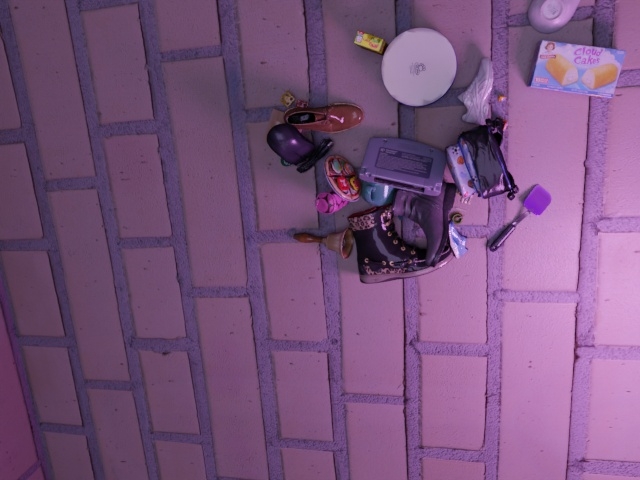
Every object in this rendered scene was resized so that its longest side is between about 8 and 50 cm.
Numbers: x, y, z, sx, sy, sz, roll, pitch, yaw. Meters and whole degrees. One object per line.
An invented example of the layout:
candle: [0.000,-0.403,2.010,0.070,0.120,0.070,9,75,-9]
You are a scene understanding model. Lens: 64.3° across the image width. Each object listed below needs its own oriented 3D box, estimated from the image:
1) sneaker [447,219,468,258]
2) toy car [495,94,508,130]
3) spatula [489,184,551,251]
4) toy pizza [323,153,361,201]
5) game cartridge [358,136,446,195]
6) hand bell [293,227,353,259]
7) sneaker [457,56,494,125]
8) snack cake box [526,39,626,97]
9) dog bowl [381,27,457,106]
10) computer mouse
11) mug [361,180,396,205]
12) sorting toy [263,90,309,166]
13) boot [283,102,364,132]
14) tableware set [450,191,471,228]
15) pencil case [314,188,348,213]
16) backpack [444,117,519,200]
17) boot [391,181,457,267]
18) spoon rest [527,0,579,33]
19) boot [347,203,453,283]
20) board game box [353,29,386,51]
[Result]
sneaker: [0.521,-0.012,1.950,0.073,0.063,0.162,-26,115,0]
toy car: [0.652,-0.449,1.801,0.040,0.060,0.122,-4,114,-19]
spatula: [0.738,-0.070,1.897,0.084,0.030,0.296,37,110,-2]
toy pizza: [0.090,-0.240,1.910,0.032,0.201,0.201,-31,97,38]
game cartridge: [0.306,-0.280,1.863,0.296,0.198,0.062,14,148,8]
hand bell: [0.000,0.000,2.063,0.241,0.126,0.126,7,107,24]
sneaker: [0.543,-0.523,1.788,0.115,0.090,0.233,8,106,14]
snack cake box: [0.848,-0.572,1.702,0.264,0.089,0.152,11,108,9]
dog bowl: [0.347,-0.608,1.798,0.264,0.104,0.265,3,106,12]
computer mouse: [-0.083,-0.342,1.895,0.188,0.272,0.072,-41,52,23]
mug: [0.208,-0.186,1.924,0.157,0.129,0.098,-9,118,-25]
sorting toy: [-0.135,-0.437,1.985,0.132,0.046,0.275,21,106,7]
boot: [0.017,-0.451,1.890,0.304,0.115,0.113,-4,106,-5]
tableware set: [0.508,-0.124,1.939,0.103,0.024,0.154,20,109,7]
pencil case: [0.048,-0.158,1.936,0.098,0.209,0.095,21,109,15]
backpack: [0.551,-0.268,1.765,0.213,0.263,0.277,-14,98,22]
boot: [0.362,-0.078,1.875,0.222,0.118,0.339,12,73,7]
spoon rest: [0.815,-0.802,1.663,0.276,0.084,0.137,-37,93,33]
boot: [0.296,-0.001,1.967,0.377,0.138,0.285,-13,102,21]
board game box: [0.178,-0.686,1.774,0.092,0.181,0.043,22,109,6]
